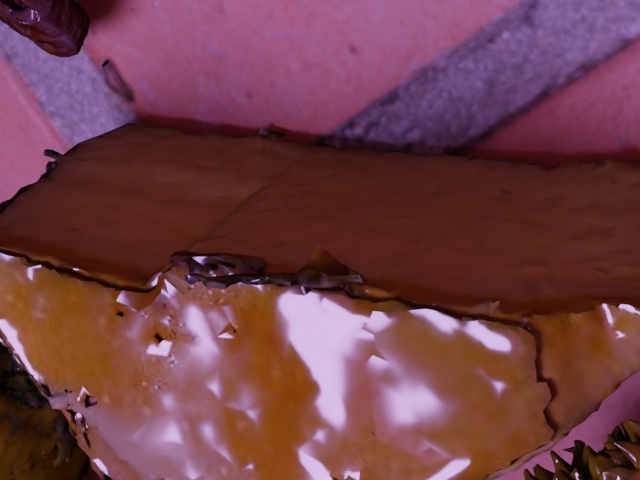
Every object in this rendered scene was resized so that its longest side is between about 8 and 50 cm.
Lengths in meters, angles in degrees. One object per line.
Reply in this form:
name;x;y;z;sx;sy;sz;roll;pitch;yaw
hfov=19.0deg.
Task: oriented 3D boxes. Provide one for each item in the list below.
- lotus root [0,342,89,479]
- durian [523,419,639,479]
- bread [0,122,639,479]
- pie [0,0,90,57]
lotus root;-0.284;0.178;1.202;0.179;0.196;0.397;51;123;10
durian;0.224;0.186;1.017;0.260;0.154;0.186;51;145;-13
bread;0.000;0.000;0.981;0.315;0.248;0.279;-42;91;26
pie;-0.192;-0.155;1.070;0.154;0.154;0.036;35;86;8
